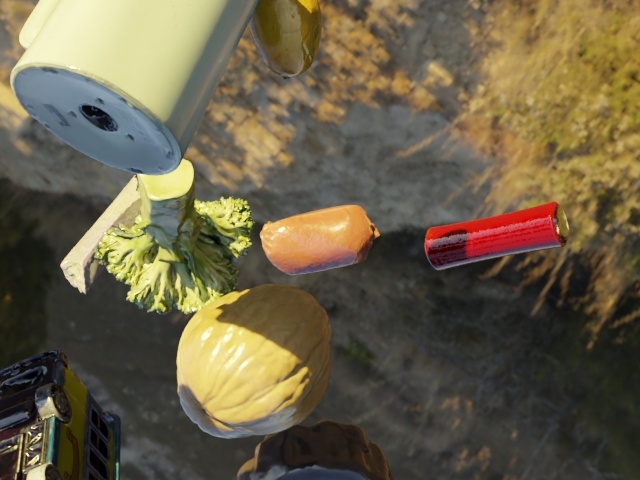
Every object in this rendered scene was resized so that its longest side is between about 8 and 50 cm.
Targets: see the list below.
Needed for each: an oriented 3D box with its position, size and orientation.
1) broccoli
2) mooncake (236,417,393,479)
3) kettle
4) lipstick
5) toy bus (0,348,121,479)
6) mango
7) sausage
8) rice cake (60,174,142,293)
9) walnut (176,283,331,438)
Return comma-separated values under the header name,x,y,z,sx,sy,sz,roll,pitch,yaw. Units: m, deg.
name,x,y,z,sx,sy,sz,roll,pitch,yaw
broccoli,-0.214,-0.023,1.792,0.252,0.221,0.361,16,155,-16
mooncake,-0.013,0.434,1.883,0.283,0.283,0.141,52,-167,-31
kettle,-0.205,-0.255,1.284,0.205,0.318,0.265,33,156,-23
lipstick,0.296,-0.006,1.862,0.241,0.080,0.080,-12,133,29
toy bus,-0.336,0.289,1.319,0.287,0.138,0.175,-102,-14,-52
mango,-0.048,-0.302,1.425,0.075,0.098,0.190,-105,12,-68
sausage,0.000,0.000,2.374,0.148,0.254,0.148,166,90,-81
rice cake,-0.414,-0.041,2.274,0.064,0.399,0.070,-2,127,29
walnut,-0.092,0.176,1.634,0.225,0.261,0.225,27,138,28
